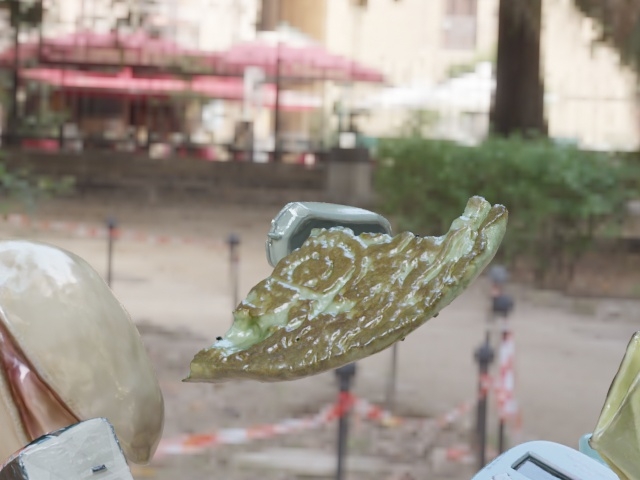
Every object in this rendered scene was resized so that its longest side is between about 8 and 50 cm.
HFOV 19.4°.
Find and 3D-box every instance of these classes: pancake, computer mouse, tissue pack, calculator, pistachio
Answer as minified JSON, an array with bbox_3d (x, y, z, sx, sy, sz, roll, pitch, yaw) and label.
[{"bbox_3d":[0.025,0.058,1.929,0.377,0.054,0.197,-22,43,0],"label":"pancake"},{"bbox_3d":[0.000,0.000,2.134,0.182,0.089,0.056,7,11,-41],"label":"computer mouse"},{"bbox_3d":[-0.253,0.233,1.705,0.103,0.090,0.170,-19,-14,-38],"label":"tissue pack"},{"bbox_3d":[0.261,0.312,2.161,0.185,0.041,0.299,27,40,31],"label":"calculator"},{"bbox_3d":[-0.310,0.141,2.098,0.230,0.308,0.230,-27,-11,-6],"label":"pistachio"}]

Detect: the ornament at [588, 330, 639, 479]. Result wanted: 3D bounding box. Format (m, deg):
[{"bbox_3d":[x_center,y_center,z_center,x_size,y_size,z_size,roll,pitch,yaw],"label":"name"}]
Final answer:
[{"bbox_3d":[0.323,0.185,1.781,0.180,0.201,0.059,-4,-4,-37],"label":"ornament"}]
